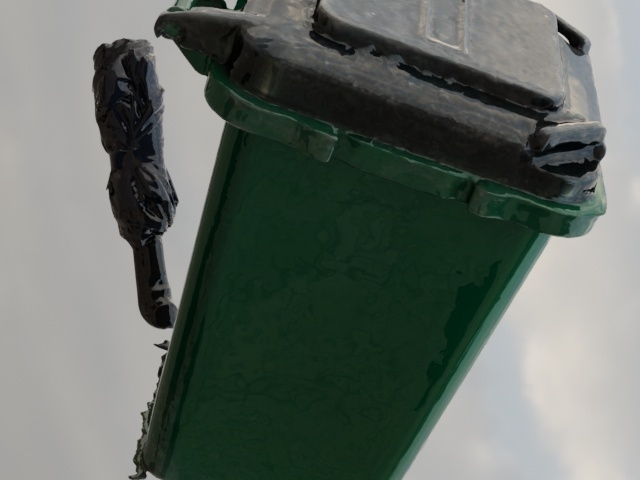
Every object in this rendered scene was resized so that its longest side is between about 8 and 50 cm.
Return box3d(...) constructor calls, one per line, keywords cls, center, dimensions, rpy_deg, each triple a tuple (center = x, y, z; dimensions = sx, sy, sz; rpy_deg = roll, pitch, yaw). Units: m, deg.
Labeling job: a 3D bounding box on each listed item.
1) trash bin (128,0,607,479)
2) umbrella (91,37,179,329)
box3d(cls="trash bin", center=(0.000, 0.000, 1.028), dimensions=(0.259, 0.295, 0.381), rpy_deg=(-80, -170, -61))
box3d(cls="umbrella", center=(-0.157, -0.048, 1.239), dimensions=(0.071, 0.071, 0.248), rpy_deg=(-8, -95, 60))
